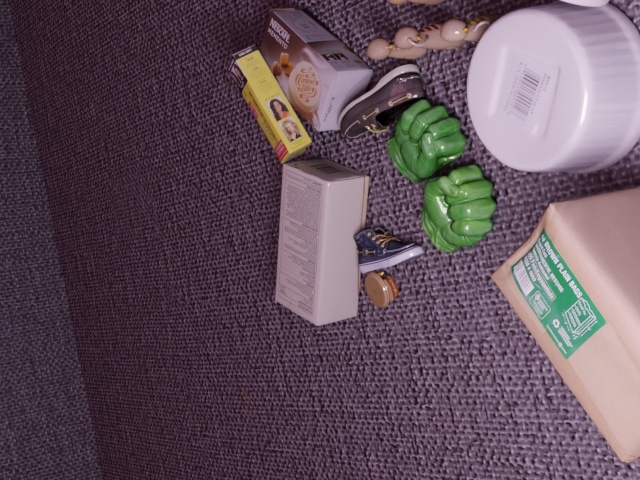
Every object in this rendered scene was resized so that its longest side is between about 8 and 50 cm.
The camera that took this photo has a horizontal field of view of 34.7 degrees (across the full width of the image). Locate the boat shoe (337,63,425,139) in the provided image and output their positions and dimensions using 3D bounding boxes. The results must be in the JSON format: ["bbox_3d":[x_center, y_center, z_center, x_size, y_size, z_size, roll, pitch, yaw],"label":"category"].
[{"bbox_3d":[0.112,-0.245,1.936,0.228,0.081,0.068,-38,65,47],"label":"boat shoe"}]

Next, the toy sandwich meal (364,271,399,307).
[{"bbox_3d":[0.121,0.096,2.055,0.085,0.029,0.085,40,141,42],"label":"toy sandwich meal"}]

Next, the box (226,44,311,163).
[{"bbox_3d":[-0.106,-0.277,2.090,0.232,0.058,0.087,60,162,2],"label":"box"}]

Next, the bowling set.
[{"bbox_3d":[0.181,-0.412,1.742,0.287,0.154,0.199,-5,95,53],"label":"bowling set"}]

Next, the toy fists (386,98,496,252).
[{"bbox_3d":[0.214,-0.118,1.823,0.142,0.096,0.279,-44,63,47],"label":"toy fists"}]

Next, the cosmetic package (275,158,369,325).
[{"bbox_3d":[0.000,0.000,2.121,0.160,0.113,0.309,27,120,47],"label":"cosmetic package"}]

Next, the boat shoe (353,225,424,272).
[{"bbox_3d":[0.125,0.010,1.995,0.183,0.065,0.083,-18,88,55],"label":"boat shoe"}]

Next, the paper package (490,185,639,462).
[{"bbox_3d":[0.450,0.100,1.386,0.324,0.310,0.168,60,139,26],"label":"paper package"}]

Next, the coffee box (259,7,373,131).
[{"bbox_3d":[-0.017,-0.348,2.066,0.246,0.098,0.141,50,135,34],"label":"coffee box"}]

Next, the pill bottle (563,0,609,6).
[{"bbox_3d":[0.395,-0.460,1.475,0.121,0.121,0.221,42,130,39],"label":"pill bottle"}]

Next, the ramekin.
[{"bbox_3d":[0.354,-0.233,1.575,0.277,0.135,0.277,17,112,50],"label":"ramekin"}]
